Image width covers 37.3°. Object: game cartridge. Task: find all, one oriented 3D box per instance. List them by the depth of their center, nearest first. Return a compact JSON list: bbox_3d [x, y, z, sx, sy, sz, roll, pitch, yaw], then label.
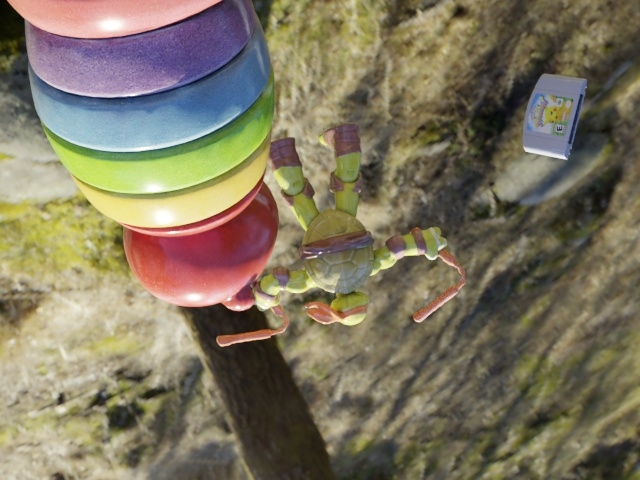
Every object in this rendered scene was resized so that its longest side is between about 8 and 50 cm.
[{"bbox_3d":[0.240,-0.129,0.980,0.017,0.056,0.083,7,97,-48],"label":"game cartridge"}]

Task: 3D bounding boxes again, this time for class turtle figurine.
[{"bbox_3d":[0.000,0.000,0.974,0.269,0.218,0.087,-15,177,6],"label":"turtle figurine"}]

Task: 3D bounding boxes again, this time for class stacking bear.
[{"bbox_3d":[-0.098,-0.075,0.639,0.164,0.175,0.289,-48,145,-35],"label":"stacking bear"}]
